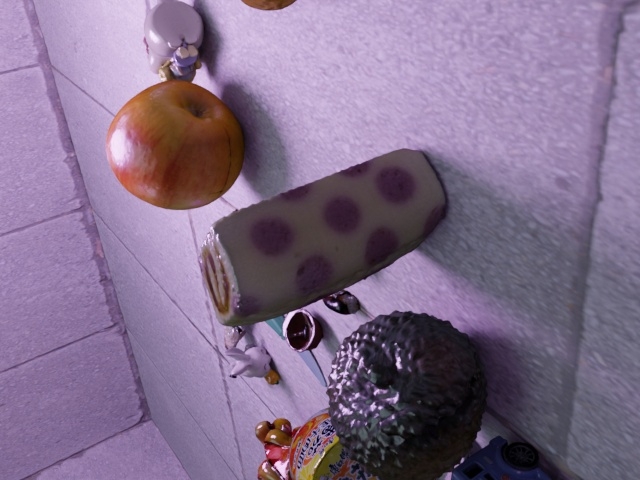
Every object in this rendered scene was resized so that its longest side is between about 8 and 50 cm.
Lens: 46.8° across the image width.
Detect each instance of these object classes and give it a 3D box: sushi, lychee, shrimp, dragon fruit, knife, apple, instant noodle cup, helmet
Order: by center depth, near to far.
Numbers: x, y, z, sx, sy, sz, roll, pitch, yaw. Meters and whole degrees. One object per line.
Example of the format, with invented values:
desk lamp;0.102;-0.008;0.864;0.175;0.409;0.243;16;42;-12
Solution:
lychee;0.135;0.235;1.100;0.255;0.255;0.274;38;176;46
instant noodle cup;0.061;0.446;1.424;0.200;0.265;0.264;15;123;67
sushi;0.036;0.123;1.428;0.083;0.046;0.044;23;131;56
apple;-0.298;-0.199;1.552;0.286;0.286;0.233;55;135;24
helmet;-0.027;0.196;1.599;0.089;0.057;0.111;-60;41;15
knife;-0.061;0.235;1.736;0.260;0.035;0.063;46;141;27
dragon fruit;-0.044;0.557;1.771;0.307;0.243;0.227;-86;-27;-46
shrimp;-0.222;0.225;1.971;0.223;0.048;0.126;128;146;-56

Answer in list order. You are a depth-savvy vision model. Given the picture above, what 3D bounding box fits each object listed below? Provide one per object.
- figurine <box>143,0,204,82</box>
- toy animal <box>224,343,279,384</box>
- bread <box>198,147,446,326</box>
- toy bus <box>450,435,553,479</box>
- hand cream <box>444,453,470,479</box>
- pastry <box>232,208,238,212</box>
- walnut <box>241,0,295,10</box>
figurine;-0.322;-0.411;1.617;0.155;0.127;0.235;55;159;3
toy animal;-0.185;0.336;1.949;0.181;0.127;0.131;128;124;-74
bread;0.000;0.000;1.062;0.155;0.338;0.187;65;157;8
toy bus;0.314;0.415;1.020;0.292;0.133;0.125;39;142;46
hand cream;0.231;0.450;1.265;0.083;0.133;0.247;9;136;10
pastry;-0.146;-0.013;1.662;0.169;0.063;0.087;43;137;50
walnut;-0.085;-0.421;1.122;0.180;0.144;0.144;11;121;50
